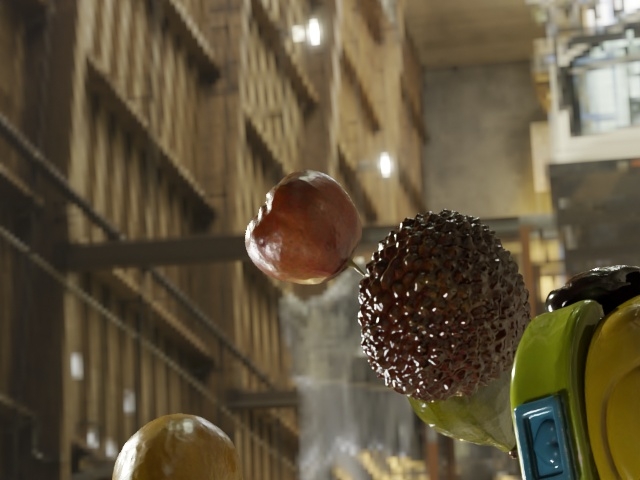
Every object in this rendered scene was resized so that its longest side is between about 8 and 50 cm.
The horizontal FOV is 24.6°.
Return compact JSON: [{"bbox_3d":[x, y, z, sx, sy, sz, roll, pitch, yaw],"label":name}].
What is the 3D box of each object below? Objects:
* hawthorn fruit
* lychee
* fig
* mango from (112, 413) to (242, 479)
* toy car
[{"bbox_3d":[-0.010,-0.013,1.532,0.125,0.140,0.125,5,-90,-74],"label":"hawthorn fruit"},{"bbox_3d":[0.084,0.047,0.993,0.129,0.123,0.123,-64,-31,-43],"label":"lychee"},{"bbox_3d":[0.184,0.165,1.659,0.127,0.184,0.133,-51,15,34],"label":"fig"},{"bbox_3d":[-0.124,0.275,1.300,0.317,0.119,0.177,-97,1,-46],"label":"mango"},{"bbox_3d":[0.219,0.104,0.766,0.247,0.142,0.200,5,-111,-46],"label":"toy car"}]
